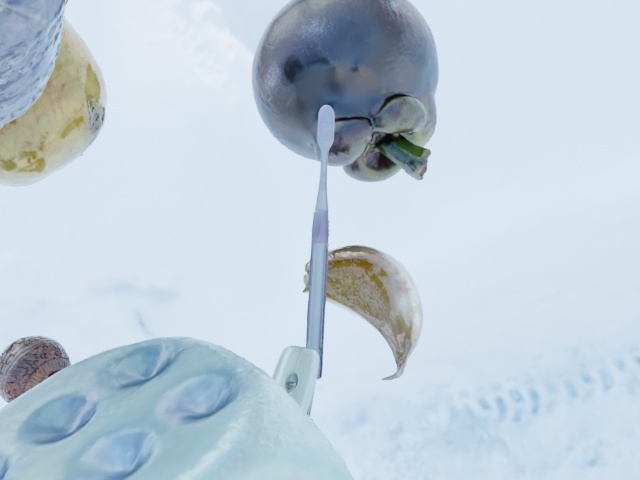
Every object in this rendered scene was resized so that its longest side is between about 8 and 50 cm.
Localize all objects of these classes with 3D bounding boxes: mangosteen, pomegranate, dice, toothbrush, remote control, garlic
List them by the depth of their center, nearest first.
[{"bbox_3d":[-0.127,0.249,0.869,0.268,0.262,0.265,-35,28,-25],"label":"dice"},{"bbox_3d":[-0.047,0.267,1.348,0.056,0.296,0.140,13,41,5],"label":"remote control"},{"bbox_3d":[0.000,0.000,1.461,0.024,0.029,0.354,2,79,6],"label":"toothbrush"},{"bbox_3d":[-0.407,-0.197,1.495,0.260,0.260,0.260,-18,50,23],"label":"pomegranate"},{"bbox_3d":[0.082,0.077,1.581,0.207,0.128,0.115,43,120,25],"label":"garlic"},{"bbox_3d":[0.033,-0.235,1.740,0.297,0.297,0.313,-8,49,30],"label":"mangosteen"}]

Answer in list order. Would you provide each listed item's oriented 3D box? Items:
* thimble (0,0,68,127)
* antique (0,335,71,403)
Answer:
[{"bbox_3d":[-0.327,-0.208,0.956,0.205,0.236,0.172,-52,-1,-35],"label":"thimble"},{"bbox_3d":[-0.368,0.169,1.469,0.104,0.104,0.104,-18,50,23],"label":"antique"}]
